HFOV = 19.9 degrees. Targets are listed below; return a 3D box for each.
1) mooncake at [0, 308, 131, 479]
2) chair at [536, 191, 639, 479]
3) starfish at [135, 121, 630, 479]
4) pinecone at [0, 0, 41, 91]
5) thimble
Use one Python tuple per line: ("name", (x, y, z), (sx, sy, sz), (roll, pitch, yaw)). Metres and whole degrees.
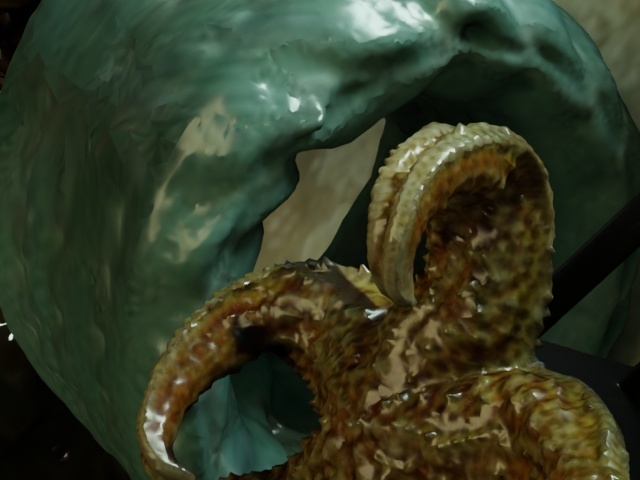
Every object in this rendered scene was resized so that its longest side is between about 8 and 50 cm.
("mooncake", (-0.151, 0.106, 0.724), (0.124, 0.228, 0.228), (36, 103, 42))
("chair", (0.101, 0.090, 0.485), (0.260, 0.154, 0.141), (-47, 45, 31))
("starfish", (-0.001, 0.064, 0.439), (0.190, 0.074, 0.146), (-36, 50, 42))
("pinecone", (-0.074, -0.142, 0.753), (0.221, 0.221, 0.221), (-23, 58, 43))
("thimble", (0.000, 0.000, 0.609), (0.143, 0.198, 0.235), (41, 140, 48))
